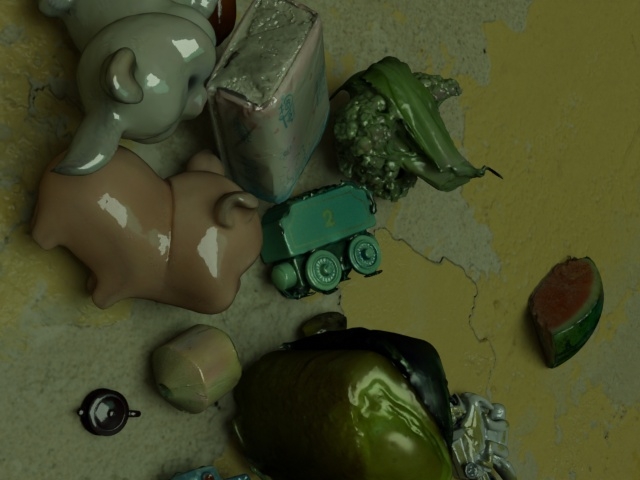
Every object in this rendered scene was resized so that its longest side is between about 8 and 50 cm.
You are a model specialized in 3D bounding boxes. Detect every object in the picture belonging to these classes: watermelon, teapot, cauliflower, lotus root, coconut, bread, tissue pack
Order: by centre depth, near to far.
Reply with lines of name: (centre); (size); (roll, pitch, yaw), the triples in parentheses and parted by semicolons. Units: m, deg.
teapot: (-0.301, 0.246, 1.644); (0.100, 0.045, 0.067); (7, 84, -34)
bread: (0.029, 0.259, 1.678); (0.208, 0.376, 0.251); (-10, 91, -34)
coconut: (-0.187, 0.193, 1.689); (0.122, 0.116, 0.116); (-29, 103, -39)
tissue pack: (-0.072, -0.205, 1.711); (0.124, 0.271, 0.201); (18, 65, 13)
cauliflower: (0.148, -0.156, 1.856); (0.239, 0.315, 0.256); (-56, 156, 12)
lotus root: (0.010, 0.143, 1.873); (0.099, 0.049, 0.054); (-19, 96, -41)
watermelon: (0.486, 0.150, 2.190); (0.231, 0.128, 0.146); (-45, 129, -31)

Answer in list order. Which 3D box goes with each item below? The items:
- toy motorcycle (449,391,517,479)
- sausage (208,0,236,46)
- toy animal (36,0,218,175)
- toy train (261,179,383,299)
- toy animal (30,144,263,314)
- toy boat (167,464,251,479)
toy motorcycle: (0.279, 0.351, 2.035); (0.151, 0.074, 0.228); (-31, 95, -28)
sausage: (-0.179, -0.441, 1.759); (0.083, 0.089, 0.300); (-13, 94, -42)
toy animal: (-0.267, -0.237, 1.531); (0.241, 0.196, 0.367); (16, 37, -22)
toy train: (0.000, 0.000, 1.843); (0.203, 0.112, 0.163); (-21, 92, -36)
toy animal: (-0.236, -0.022, 1.624); (0.269, 0.237, 0.326); (-43, 117, 1)
toy boat: (-0.230, 0.410, 1.633); (0.332, 0.145, 0.133); (-12, 70, -37)
